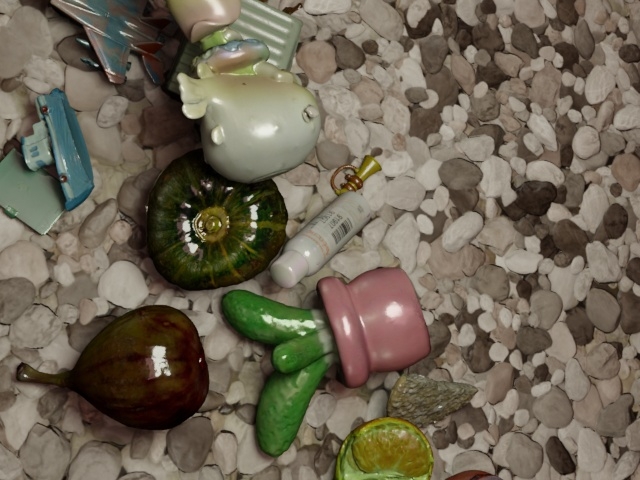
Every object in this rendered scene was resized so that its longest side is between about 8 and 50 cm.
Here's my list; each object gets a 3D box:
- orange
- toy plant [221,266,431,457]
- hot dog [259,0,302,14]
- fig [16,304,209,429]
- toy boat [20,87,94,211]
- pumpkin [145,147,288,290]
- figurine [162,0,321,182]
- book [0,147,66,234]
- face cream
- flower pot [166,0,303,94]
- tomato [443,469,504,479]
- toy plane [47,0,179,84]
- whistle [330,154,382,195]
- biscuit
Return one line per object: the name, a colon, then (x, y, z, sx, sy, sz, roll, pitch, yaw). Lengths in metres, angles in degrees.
orange: (0.113, 0.445, 1.466, 0.180, 0.158, 0.237, 5, 80, -4)
toy plant: (0.023, 0.200, 1.452, 0.356, 0.210, 0.316, -17, 89, -10)
hot dog: (-0.103, -0.557, 1.573, 0.194, 0.107, 0.325, 11, 78, -19)
fig: (-0.355, 0.216, 1.340, 0.321, 0.217, 0.216, -3, 82, 8)
toy boat: (-0.465, -0.154, 1.387, 0.102, 0.088, 0.215, -20, 85, 0)
pumpkin: (-0.184, -0.033, 1.425, 0.261, 0.189, 0.260, 0, 90, 3)
figurine: (-0.155, -0.280, 1.238, 0.274, 0.227, 0.394, -30, 101, -63)
book: (-0.513, -0.083, 1.390, 0.135, 0.017, 0.103, 38, 68, -12)
face cream: (0.000, 0.000, 1.486, 0.082, 0.082, 0.269, 52, 45, -6)
flower pot: (-0.162, -0.346, 1.462, 0.190, 0.239, 0.209, 20, 45, -15)
tomato: (0.268, 0.552, 1.535, 0.228, 0.112, 0.199, -27, 104, -26)
toy plane: (-0.415, -0.410, 1.429, 0.327, 0.104, 0.222, 20, 75, -20)
whistle: (0.068, -0.129, 1.605, 0.109, 0.046, 0.057, -42, 112, -15)
biscuit: (0.202, 0.319, 1.539, 0.250, 0.032, 0.133, 19, 115, -46)
